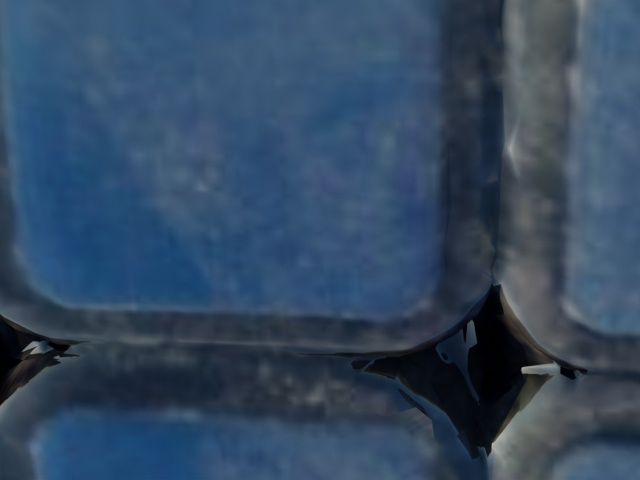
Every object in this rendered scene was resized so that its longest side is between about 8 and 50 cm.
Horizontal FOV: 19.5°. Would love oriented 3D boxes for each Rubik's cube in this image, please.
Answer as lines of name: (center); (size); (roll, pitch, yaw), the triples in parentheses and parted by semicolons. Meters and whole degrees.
Rubik's cube: (0.000, 0.000, 0.485); (0.301, 0.303, 0.305); (3, 119, 6)
